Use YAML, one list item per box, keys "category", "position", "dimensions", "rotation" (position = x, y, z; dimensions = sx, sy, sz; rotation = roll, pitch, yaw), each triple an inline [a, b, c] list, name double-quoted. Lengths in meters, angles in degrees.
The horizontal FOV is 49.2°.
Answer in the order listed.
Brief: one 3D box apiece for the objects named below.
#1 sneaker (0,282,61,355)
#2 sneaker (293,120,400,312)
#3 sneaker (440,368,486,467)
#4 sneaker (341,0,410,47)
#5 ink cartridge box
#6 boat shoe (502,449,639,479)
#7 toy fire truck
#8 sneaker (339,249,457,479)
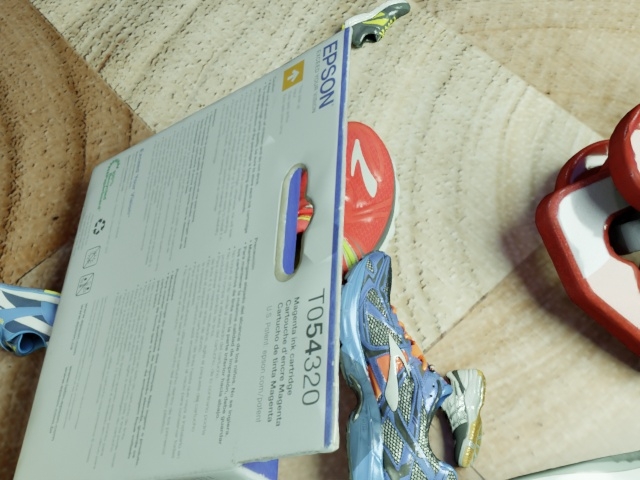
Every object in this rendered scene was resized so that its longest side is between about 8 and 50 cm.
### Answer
- category: "sneaker"
  position: [-0.297, 0.075, 0.663]
  dimensions: [0.144, 0.053, 0.059]
  rotation: [6, 66, 11]
- category: "sneaker"
  position: [0.000, 0.000, 0.627]
  dimensions: [0.107, 0.118, 0.279]
  rotation: [16, 67, 13]
- category: "sneaker"
  position: [0.117, 0.149, 0.591]
  dimensions: [0.036, 0.032, 0.083]
  rotation: [0, 59, 25]
- category: "sneaker"
  position: [0.067, -0.244, 0.796]
  dimensions: [0.083, 0.031, 0.035]
  rotation: [-24, 76, -1]
- category: "ink cartridge box"
  position: [-0.094, 0.032, 0.557]
  dimensions: [0.330, 0.071, 0.324]
  rotation: [-18, 53, 33]
- category: "boat shoe"
  position: [0.260, 0.200, 0.502]
  dimensions: [0.320, 0.118, 0.103]
  rotation: [-13, 68, 5]
- category: "toy fire truck"
  position: [0.351, -0.004, 0.576]
  dimensions: [0.302, 0.169, 0.254]
  rotation: [-22, 81, -4]
- category: "sneaker"
  position: [0.065, 0.114, 0.583]
  dimensions: [0.087, 0.083, 0.221]
  rotation: [-9, 71, 10]
